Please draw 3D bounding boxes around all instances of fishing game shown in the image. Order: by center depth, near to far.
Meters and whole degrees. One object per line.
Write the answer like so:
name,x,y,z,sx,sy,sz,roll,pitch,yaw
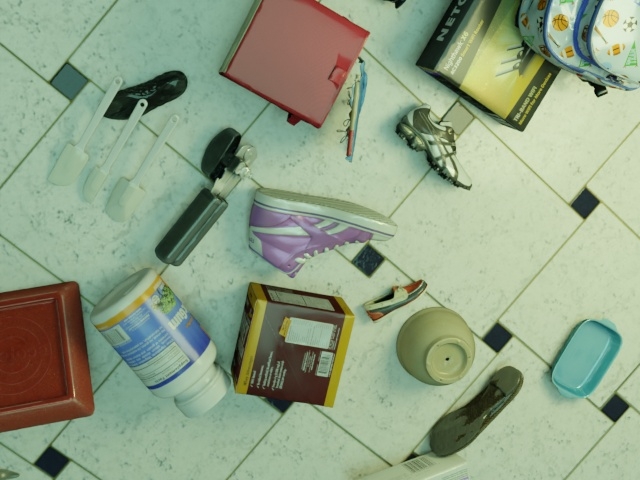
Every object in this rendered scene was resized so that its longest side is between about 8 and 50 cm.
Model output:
fishing game,0.055,-0.234,1.577,0.041,0.264,0.189,8,102,3

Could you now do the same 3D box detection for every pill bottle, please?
pill bottle,-0.292,0.198,1.659,0.152,0.152,0.272,-38,106,-1

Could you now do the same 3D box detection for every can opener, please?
can opener,-0.218,-0.078,1.666,0.093,0.074,0.280,36,93,19

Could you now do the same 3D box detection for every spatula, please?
spatula,-0.371,-0.165,1.618,0.168,0.019,0.242,33,105,-9

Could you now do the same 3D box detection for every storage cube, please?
storage cube,-0.054,-0.331,1.572,0.193,0.184,0.215,28,96,-14

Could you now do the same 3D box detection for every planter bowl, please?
planter bowl,0.245,0.227,1.784,0.162,0.109,0.162,-2,103,-10

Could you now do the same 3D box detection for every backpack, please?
backpack,0.495,-0.403,1.560,0.263,0.213,0.277,14,104,-18

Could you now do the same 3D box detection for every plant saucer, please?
plant saucer,-0.560,0.213,1.609,0.258,0.048,0.259,-9,76,-8

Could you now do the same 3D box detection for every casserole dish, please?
casserole dish,0.563,0.248,1.883,0.114,0.037,0.188,28,97,-15

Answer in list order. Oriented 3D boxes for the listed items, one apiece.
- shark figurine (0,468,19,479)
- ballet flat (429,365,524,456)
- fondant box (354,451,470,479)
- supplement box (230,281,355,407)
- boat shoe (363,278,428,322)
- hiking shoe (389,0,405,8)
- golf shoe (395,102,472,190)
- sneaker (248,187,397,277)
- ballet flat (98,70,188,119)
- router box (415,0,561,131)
shark figurine,-0.616,0.351,1.656,0.166,0.116,0.278,24,95,-13
ballet flat,0.333,0.364,1.855,0.250,0.084,0.058,-45,141,-1
fondant box,0.205,0.630,1.843,0.238,0.096,0.331,-13,103,-23
supplement box,-0.058,0.201,1.713,0.194,0.129,0.191,11,100,-12
boat shoe,0.153,0.114,1.777,0.137,0.049,0.043,-32,103,3
hiking shoe,0.114,-0.486,1.605,0.303,0.113,0.132,-11,103,-8
golf shoe,0.240,-0.181,1.713,0.198,0.077,0.094,43,92,-17
sneaker,0.000,0.000,1.703,0.282,0.102,0.161,10,103,-1
ballet flat,-0.324,-0.264,1.618,0.173,0.049,0.058,-19,122,0
router box,0.360,-0.398,1.661,0.242,0.081,0.309,27,96,-27
